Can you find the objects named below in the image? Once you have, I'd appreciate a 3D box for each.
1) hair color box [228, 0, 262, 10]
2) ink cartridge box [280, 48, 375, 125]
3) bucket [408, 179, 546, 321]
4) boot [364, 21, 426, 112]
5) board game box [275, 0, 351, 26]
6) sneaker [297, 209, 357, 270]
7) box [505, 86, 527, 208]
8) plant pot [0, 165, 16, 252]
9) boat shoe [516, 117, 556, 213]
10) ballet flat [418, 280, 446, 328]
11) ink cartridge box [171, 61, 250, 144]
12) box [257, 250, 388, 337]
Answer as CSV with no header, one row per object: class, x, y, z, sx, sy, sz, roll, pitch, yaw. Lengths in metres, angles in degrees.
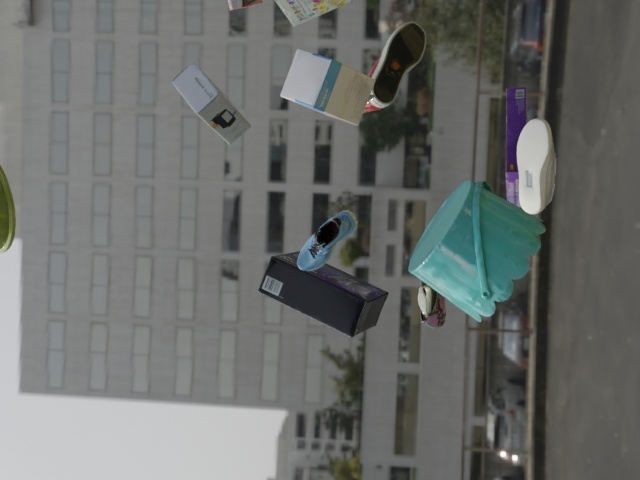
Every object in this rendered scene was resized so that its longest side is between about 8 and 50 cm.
hair color box,-0.229,-0.747,2.497,0.053,0.093,0.167,-137,34,-72
ink cartridge box,0.020,-0.266,1.551,0.143,0.092,0.090,15,-81,-47
bucket,0.329,0.014,1.886,0.281,0.183,0.281,-57,5,7
boot,0.138,-0.387,2.025,0.244,0.088,0.176,-60,18,-22
board game box,0.033,-0.549,1.685,0.144,0.275,0.142,30,-141,-75
sneaker,0.000,0.000,1.767,0.162,0.063,0.073,-49,-19,26
box,0.528,-0.235,2.357,0.201,0.057,0.293,69,-156,-53
plant pot,-0.938,-0.074,2.176,0.254,0.276,0.276,-17,-64,-42
boat shoe,0.409,-0.141,1.626,0.063,0.066,0.184,-27,-62,-41
ballet flat,0.291,0.122,2.335,0.079,0.077,0.221,18,-115,-41
ink cartridge box,-0.256,-0.322,2.068,0.127,0.072,0.175,51,-175,27
box,0.009,0.125,2.132,0.103,0.261,0.184,-68,-18,9
